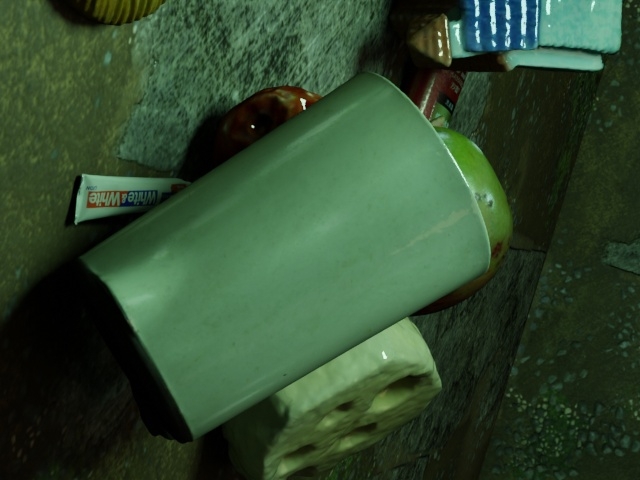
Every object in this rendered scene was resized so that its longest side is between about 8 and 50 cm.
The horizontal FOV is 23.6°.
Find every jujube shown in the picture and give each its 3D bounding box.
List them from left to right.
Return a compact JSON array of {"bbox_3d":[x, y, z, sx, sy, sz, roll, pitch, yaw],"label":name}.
[{"bbox_3d":[-0.036,-0.081,1.817,0.174,0.174,0.250,-65,155,-20],"label":"jujube"}]

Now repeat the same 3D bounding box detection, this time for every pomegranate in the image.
[{"bbox_3d":[0.128,-0.061,2.144,0.291,0.291,0.323,59,32,-65],"label":"pomegranate"}]

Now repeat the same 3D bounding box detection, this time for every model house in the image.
[{"bbox_3d":[0.224,-0.351,2.184,0.329,0.295,0.251,-11,103,-31],"label":"model house"}]

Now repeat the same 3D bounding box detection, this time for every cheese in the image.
[{"bbox_3d":[0.020,0.220,2.105,0.326,0.115,0.318,1,138,-47],"label":"cheese"}]

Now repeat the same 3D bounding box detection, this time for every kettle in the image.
[{"bbox_3d":[-0.045,0.047,1.627,0.377,0.250,0.361,-32,157,-13],"label":"kettle"}]

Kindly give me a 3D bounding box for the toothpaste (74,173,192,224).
[{"bbox_3d":[-0.197,-0.047,1.628,0.218,0.033,0.052,-8,110,-64],"label":"toothpaste"}]

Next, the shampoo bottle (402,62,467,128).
[{"bbox_3d":[0.184,-0.260,2.396,0.118,0.076,0.314,32,76,-55],"label":"shampoo bottle"}]

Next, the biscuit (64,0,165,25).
[{"bbox_3d":[-0.164,-0.355,1.434,0.318,0.040,0.318,-52,151,-44],"label":"biscuit"}]
